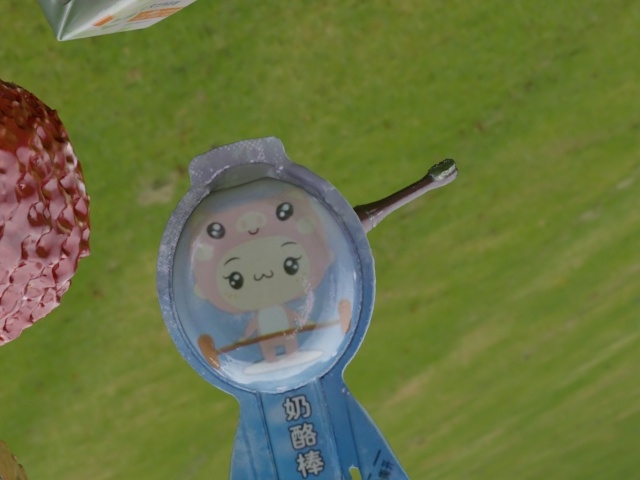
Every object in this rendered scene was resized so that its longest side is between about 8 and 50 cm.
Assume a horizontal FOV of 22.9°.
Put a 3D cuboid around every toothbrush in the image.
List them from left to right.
[{"bbox_3d":[0.000,0.001,1.680,0.364,0.041,0.041,-28,162,-20],"label":"toothbrush"}]

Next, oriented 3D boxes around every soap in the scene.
[{"bbox_3d":[-0.194,-0.313,1.674,0.182,0.138,0.199,-26,180,27],"label":"soap"}]

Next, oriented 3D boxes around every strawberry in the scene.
[{"bbox_3d":[-0.353,-0.019,1.419,0.292,0.292,0.310,-28,-166,6],"label":"strawberry"}]

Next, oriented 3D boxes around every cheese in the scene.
[{"bbox_3d":[-0.026,0.057,0.955,0.135,0.244,0.052,-15,170,8],"label":"cheese"}]

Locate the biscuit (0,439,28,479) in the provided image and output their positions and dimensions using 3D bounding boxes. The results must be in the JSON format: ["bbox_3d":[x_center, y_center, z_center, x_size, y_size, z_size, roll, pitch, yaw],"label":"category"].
[{"bbox_3d":[-0.381,0.431,1.837,0.062,0.385,0.365,-5,136,9],"label":"biscuit"}]

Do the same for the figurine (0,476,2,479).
[{"bbox_3d":[-0.411,0.248,1.583,0.175,0.265,0.197,-24,136,-5],"label":"figurine"}]
